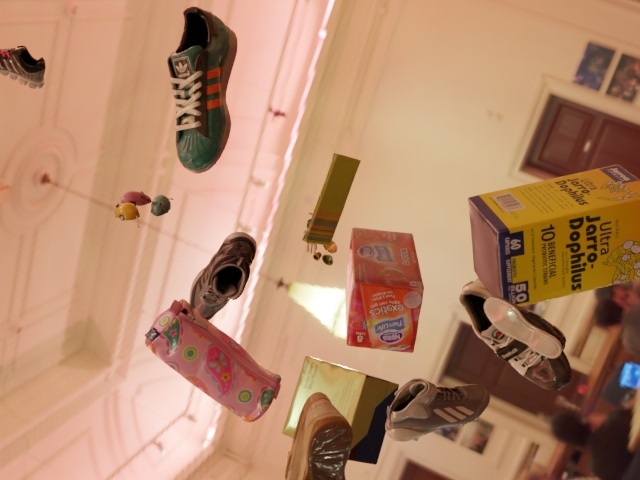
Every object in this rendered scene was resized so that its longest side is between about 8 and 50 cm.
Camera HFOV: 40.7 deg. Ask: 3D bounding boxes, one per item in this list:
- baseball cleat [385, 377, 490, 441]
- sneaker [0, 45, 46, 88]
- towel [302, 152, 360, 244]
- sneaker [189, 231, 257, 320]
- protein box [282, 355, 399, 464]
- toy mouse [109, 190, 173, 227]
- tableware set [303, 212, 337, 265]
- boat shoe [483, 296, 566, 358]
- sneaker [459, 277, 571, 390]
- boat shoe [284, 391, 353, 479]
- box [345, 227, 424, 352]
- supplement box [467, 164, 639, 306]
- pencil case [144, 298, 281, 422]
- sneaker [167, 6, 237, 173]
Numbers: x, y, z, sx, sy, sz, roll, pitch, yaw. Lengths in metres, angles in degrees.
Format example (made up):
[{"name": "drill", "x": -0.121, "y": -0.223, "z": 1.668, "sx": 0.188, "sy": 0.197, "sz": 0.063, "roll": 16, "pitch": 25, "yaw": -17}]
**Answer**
[{"name": "baseball cleat", "x": 0.203, "y": 0.269, "z": 1.445, "sx": 0.206, "sy": 0.072, "sz": 0.109, "roll": -19, "pitch": -53, "yaw": -26}, {"name": "sneaker", "x": -0.670, "y": -0.395, "z": 1.863, "sx": 0.075, "sy": 0.170, "sz": 0.063, "roll": -54, "pitch": 22, "yaw": 32}, {"name": "towel", "x": 0.028, "y": -0.101, "z": 2.186, "sx": 0.102, "sy": 0.021, "sz": 0.237, "roll": 8, "pitch": -75, "yaw": -51}, {"name": "sneaker", "x": -0.246, "y": 0.111, "z": 2.060, "sx": 0.268, "sy": 0.101, "sz": 0.153, "roll": -56, "pitch": 12, "yaw": 23}, {"name": "protein box", "x": 0.048, "y": 0.403, "z": 2.061, "sx": 0.136, "sy": 0.201, "sz": 0.200, "roll": 25, "pitch": -101, "yaw": -45}, {"name": "toy mouse", "x": -0.356, "y": -0.078, "z": 1.752, "sx": 0.143, "sy": 0.161, "sz": 0.031, "roll": -22, "pitch": -60, "yaw": -40}, {"name": "tableware set", "x": 0.000, "y": 0.000, "z": 2.410, "sx": 0.024, "sy": 0.104, "sz": 0.154, "roll": -45, "pitch": -29, "yaw": -43}, {"name": "boat shoe", "x": 0.290, "y": 0.117, "z": 1.221, "sx": 0.038, "sy": 0.125, "sz": 0.046, "roll": -38, "pitch": -26, "yaw": -51}, {"name": "sneaker", "x": 0.444, "y": 0.233, "z": 2.037, "sx": 0.122, "sy": 0.330, "sz": 0.146, "roll": -52, "pitch": -21, "yaw": 26}, {"name": "boat shoe", "x": -0.012, "y": 0.463, "z": 1.748, "sx": 0.110, "sy": 0.121, "sz": 0.341, "roll": -124, "pitch": 41, "yaw": -53}, {"name": "box", "x": 0.110, "y": 0.083, "z": 1.559, "sx": 0.257, "sy": 0.122, "sz": 0.128, "roll": -87, "pitch": 3, "yaw": -68}, {"name": "supplement box", "x": 0.523, "y": -0.011, "z": 1.866, "sx": 0.195, "sy": 0.356, "sz": 0.194, "roll": -113, "pitch": 11, "yaw": -63}, {"name": "pencil case", "x": -0.210, "y": 0.235, "z": 1.699, "sx": 0.124, "sy": 0.284, "sz": 0.124, "roll": -45, "pitch": 14, "yaw": 14}, {"name": "sneaker", "x": -0.228, "y": -0.274, "z": 1.544, "sx": 0.121, "sy": 0.108, "sz": 0.302, "roll": 32, "pitch": -123, "yaw": -57}]
